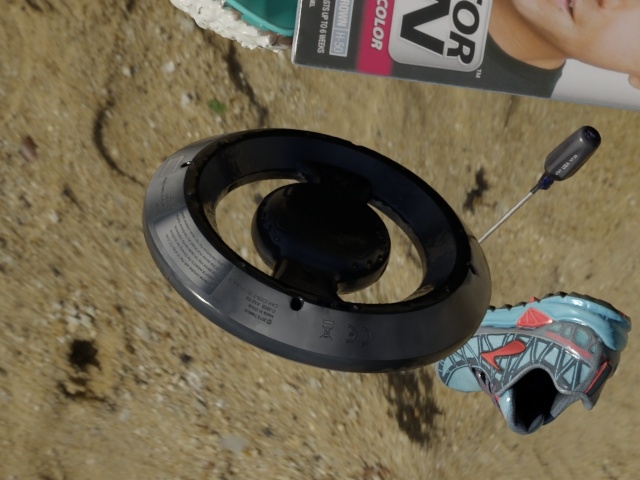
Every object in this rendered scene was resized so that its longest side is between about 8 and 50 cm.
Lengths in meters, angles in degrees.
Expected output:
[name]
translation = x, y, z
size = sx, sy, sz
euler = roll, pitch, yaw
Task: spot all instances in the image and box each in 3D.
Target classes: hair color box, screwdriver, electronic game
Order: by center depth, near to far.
[electronic game]
translation = 0.000, 0.000, 0.796
size = 0.229, 0.048, 0.229
euler = 14, 35, -10
[hair color box]
translation = 0.177, -0.203, 0.926
size = 0.374, 0.113, 0.185
euler = 8, 106, 2
[screwdriver]
translation = 0.161, -0.035, 0.939
size = 0.025, 0.170, 0.024
euler = 7, 60, -17

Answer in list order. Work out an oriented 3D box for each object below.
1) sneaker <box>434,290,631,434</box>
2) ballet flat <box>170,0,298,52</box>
[sneaker]
translation = 0.191, 0.132, 1.256
size = 0.104, 0.262, 0.125
euler = 30, 63, -20
[ballet flat]
translation = -0.162, -0.350, 1.444
size = 0.147, 0.147, 0.409
euler = -42, 80, -5
